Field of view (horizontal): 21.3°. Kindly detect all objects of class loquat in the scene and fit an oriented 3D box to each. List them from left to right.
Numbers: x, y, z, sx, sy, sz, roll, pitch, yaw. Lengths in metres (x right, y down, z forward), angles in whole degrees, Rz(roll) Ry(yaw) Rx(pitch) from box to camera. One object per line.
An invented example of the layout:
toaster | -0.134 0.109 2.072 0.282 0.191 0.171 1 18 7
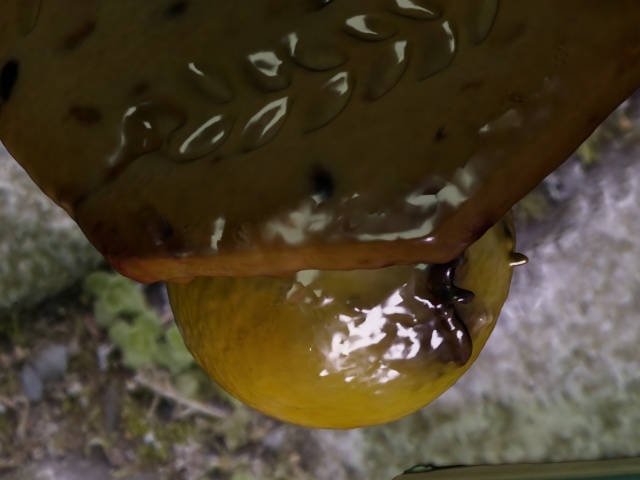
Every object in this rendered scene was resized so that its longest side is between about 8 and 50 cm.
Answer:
loquat | 0.000 0.000 0.806 0.204 0.149 0.172 24 104 34

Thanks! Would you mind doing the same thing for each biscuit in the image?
biscuit | -0.003 -0.138 0.760 0.359 0.046 0.359 -10 61 18

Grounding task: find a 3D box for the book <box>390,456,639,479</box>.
book | 0.180 0.290 0.830 0.264 0.031 0.379 -6 93 20
